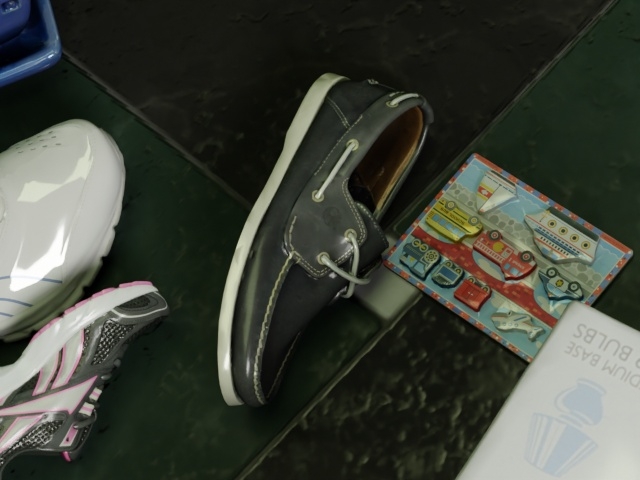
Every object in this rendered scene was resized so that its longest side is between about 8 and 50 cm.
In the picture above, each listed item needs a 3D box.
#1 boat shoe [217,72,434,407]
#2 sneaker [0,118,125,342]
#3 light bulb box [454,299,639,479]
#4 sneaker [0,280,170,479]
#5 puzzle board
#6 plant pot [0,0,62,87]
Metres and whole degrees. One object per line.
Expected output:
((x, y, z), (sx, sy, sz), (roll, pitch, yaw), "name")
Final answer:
((0.000, 0.000, 1.241), (0.079, 0.084, 0.233), (15, 66, 21), "boat shoe")
((-0.252, 0.020, 1.271), (0.297, 0.129, 0.111), (-39, 59, -8), "sneaker")
((0.188, 0.287, 0.968), (0.358, 0.225, 0.361), (26, 72, 24), "light bulb box")
((-0.165, 0.098, 1.255), (0.178, 0.072, 0.077), (-36, 87, -9), "sneaker")
((0.116, 0.010, 1.247), (0.128, 0.011, 0.096), (34, 77, 26), "puzzle board")
((-0.311, -0.206, 1.351), (0.236, 0.212, 0.236), (-21, 60, 4), "plant pot")
